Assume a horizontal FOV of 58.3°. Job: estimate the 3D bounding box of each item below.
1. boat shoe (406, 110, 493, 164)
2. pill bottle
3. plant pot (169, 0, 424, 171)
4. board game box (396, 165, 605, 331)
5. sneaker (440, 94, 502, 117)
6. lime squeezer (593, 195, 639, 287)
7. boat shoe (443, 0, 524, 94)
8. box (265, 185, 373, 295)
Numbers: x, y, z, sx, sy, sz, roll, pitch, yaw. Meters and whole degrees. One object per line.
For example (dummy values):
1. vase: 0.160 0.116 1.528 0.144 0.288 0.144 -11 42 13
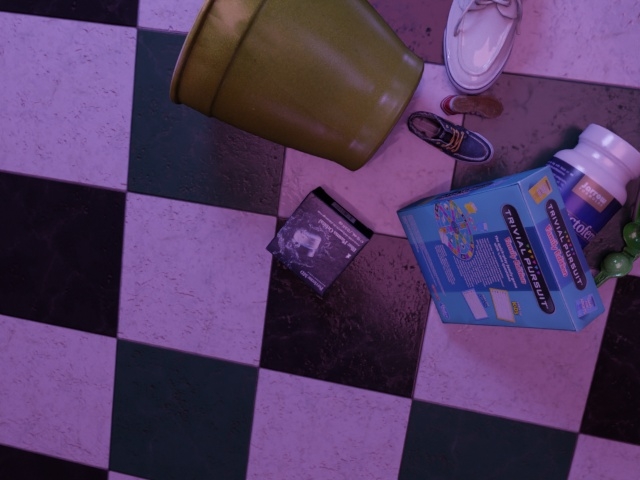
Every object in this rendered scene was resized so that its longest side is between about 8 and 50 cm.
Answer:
1. boat shoe: 0.251 -0.196 1.114 0.183 0.083 0.065 25 104 5
2. pill bottle: 0.460 -0.072 1.064 0.153 0.153 0.265 37 104 2
3. plant pot: -0.019 -0.312 1.028 0.352 0.366 0.367 31 104 -8
4. board game box: 0.304 0.027 1.032 0.079 0.336 0.254 -27 97 -26
5. sneaker: 0.292 -0.263 1.122 0.118 0.067 0.042 2 100 -21
6. lime squeezer: 0.571 0.022 1.091 0.059 0.109 0.311 41 116 36
7. boat shoe: 0.309 -0.448 1.005 0.135 0.156 0.367 17 98 9
8. box: 0.000 0.000 1.191 0.156 0.093 0.158 40 106 1
